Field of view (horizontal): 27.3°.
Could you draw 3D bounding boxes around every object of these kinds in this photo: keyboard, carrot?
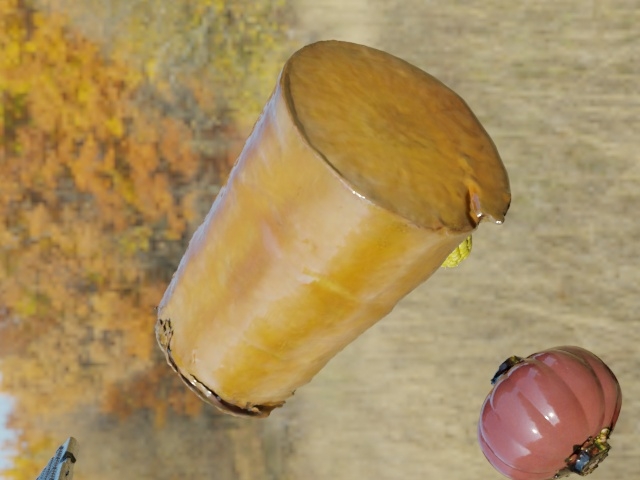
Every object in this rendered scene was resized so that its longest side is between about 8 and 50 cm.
[{"bbox_3d":[-0.251,0.233,1.163,0.106,0.016,0.262,-53,8,-4],"label":"keyboard"},{"bbox_3d":[0.000,0.000,1.017,0.254,0.196,0.196,-53,27,35],"label":"carrot"}]

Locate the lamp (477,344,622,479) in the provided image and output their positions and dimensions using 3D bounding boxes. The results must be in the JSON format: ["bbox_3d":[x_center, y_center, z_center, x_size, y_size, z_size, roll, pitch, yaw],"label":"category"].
[{"bbox_3d":[0.159,0.121,0.914,0.092,0.107,0.107,47,153,28],"label":"lamp"}]

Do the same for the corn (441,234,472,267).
[{"bbox_3d":[0.117,-0.051,1.442,0.067,0.067,0.206,-96,-16,-55],"label":"corn"}]
